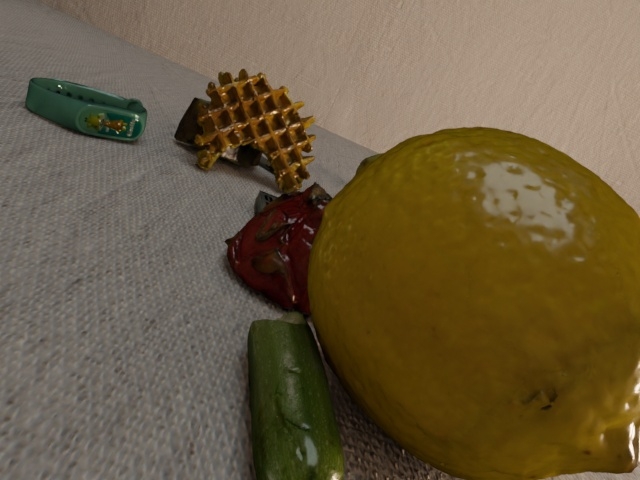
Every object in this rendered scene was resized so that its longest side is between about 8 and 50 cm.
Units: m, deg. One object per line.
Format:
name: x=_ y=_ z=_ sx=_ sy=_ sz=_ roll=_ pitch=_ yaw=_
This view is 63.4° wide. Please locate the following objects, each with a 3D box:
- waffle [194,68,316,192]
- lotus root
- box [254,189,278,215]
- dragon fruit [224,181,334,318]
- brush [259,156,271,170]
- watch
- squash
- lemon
waffle: x=-0.142 y=-0.248 z=1.164 sx=0.293 sy=0.260 sz=0.069 roll=18 pitch=-17 yaw=-31
lotus root: x=-0.218 y=-0.255 z=1.247 sx=0.138 sy=0.119 sz=0.235 roll=32 pitch=16 yaw=38
box: x=-0.036 y=-0.036 z=0.977 sx=0.177 sy=0.036 sz=0.115 roll=20 pitch=17 yaw=-16
dragon fruit: x=-0.004 y=-0.002 z=0.722 sx=0.223 sy=0.148 sz=0.218 roll=36 pitch=19 yaw=33
brush: x=-0.184 y=-0.249 z=1.408 sx=0.321 sy=0.050 sz=0.060 roll=35 pitch=16 yaw=29
watch: x=-0.456 y=-0.262 z=1.041 sx=0.195 sy=0.068 sz=0.237 roll=34 pitch=23 yaw=36
squash: x=-0.026 y=0.128 z=0.437 sx=0.069 sy=0.069 sz=0.239 roll=19 pitch=18 yaw=-17
lemon: x=0.149 y=0.057 z=0.499 sx=0.336 sy=0.336 sz=0.336 roll=22 pitch=17 yaw=-7
